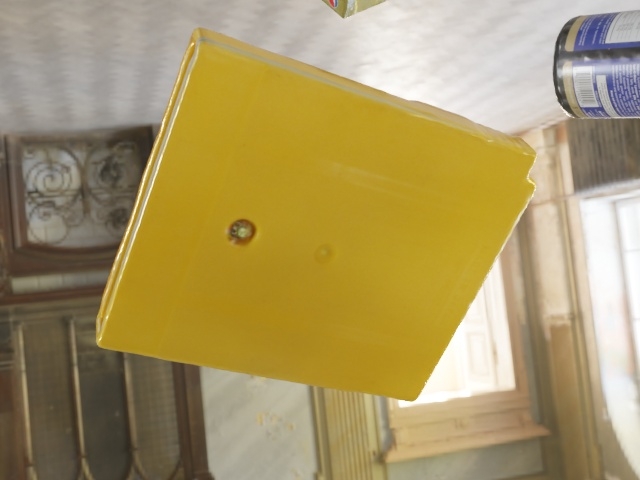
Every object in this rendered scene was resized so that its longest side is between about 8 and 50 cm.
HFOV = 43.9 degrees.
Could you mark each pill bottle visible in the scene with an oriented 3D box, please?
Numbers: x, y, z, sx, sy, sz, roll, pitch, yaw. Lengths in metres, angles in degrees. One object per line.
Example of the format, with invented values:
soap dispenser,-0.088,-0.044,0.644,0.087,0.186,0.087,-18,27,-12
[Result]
pill bottle,0.384,-0.198,0.886,0.219,0.123,0.123,8,-173,43

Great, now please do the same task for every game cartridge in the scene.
game cartridge,0.000,0.000,0.695,0.323,0.285,0.053,14,-155,-23

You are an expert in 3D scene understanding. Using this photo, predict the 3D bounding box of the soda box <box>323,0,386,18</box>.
soda box,0.082,-0.347,1.006,0.181,0.061,0.058,-29,150,-27
